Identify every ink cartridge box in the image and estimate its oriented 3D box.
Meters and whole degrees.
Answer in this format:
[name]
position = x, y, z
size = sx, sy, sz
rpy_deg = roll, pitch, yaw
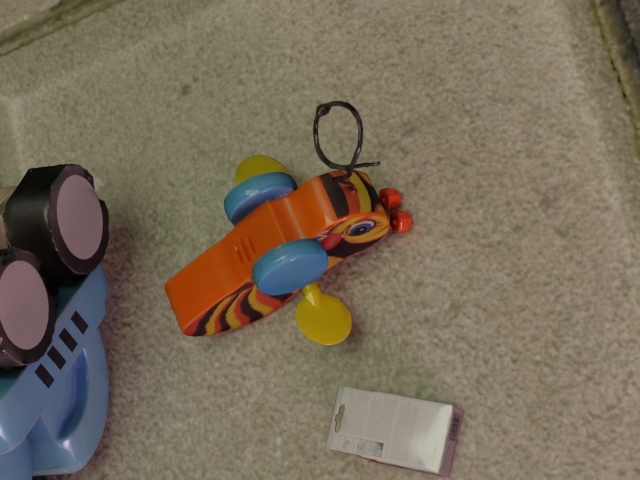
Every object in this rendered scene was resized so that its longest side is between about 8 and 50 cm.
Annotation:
[ink cartridge box]
position = 0.066, 0.171, 1.712
size = 0.115, 0.029, 0.063
rpy_deg = 8, 79, 27

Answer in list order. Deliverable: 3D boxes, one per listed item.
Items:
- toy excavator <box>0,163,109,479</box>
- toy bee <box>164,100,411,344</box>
[toy excavator]
position = -0.306, 0.210, 1.780
size = 0.222, 0.445, 0.433
rpy_deg = -7, 31, 24
[toy bee]
position = 0.000, 0.000, 1.742
size = 0.298, 0.162, 0.195
rpy_deg = -18, 75, 46
